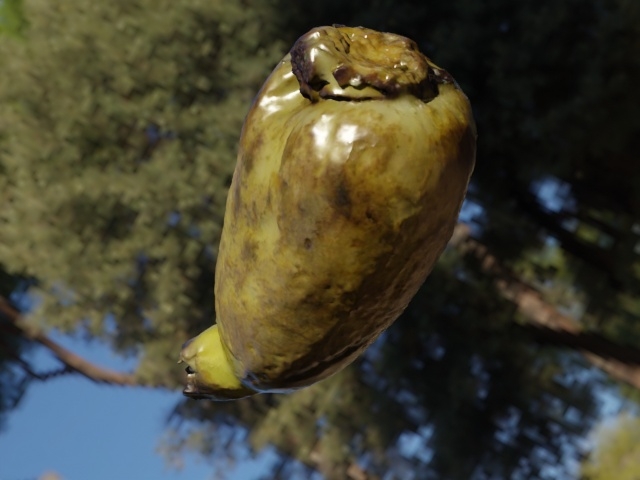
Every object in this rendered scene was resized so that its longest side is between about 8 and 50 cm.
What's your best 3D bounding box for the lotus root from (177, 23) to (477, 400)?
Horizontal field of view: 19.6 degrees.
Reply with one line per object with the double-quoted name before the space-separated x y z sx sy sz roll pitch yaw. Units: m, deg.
"lotus root" 0.000 0.000 0.775 0.108 0.094 0.190 -86 15 -57
